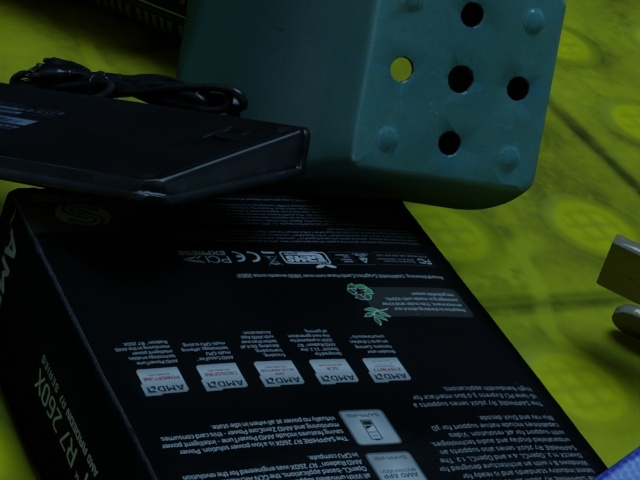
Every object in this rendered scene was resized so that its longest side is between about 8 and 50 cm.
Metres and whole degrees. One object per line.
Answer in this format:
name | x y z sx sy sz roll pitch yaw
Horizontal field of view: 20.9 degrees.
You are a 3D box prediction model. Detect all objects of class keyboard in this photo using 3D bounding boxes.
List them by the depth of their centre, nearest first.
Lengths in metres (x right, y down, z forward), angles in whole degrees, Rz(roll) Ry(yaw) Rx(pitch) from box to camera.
keyboard | -0.143 -0.060 0.917 0.317 0.033 0.201 12 22 35

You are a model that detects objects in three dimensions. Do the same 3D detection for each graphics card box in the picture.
graphics card box | 0.008 0.114 0.776 0.232 0.094 0.371 0 37 -31

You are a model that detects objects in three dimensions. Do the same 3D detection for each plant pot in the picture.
plant pot | 0.033 -0.099 0.980 0.165 0.166 0.234 7 7 -22

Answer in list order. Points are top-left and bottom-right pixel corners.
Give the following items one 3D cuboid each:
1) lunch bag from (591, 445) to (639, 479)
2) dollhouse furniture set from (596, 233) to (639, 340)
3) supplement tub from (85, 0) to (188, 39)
lunch bag | 0.080 0.267 0.423 0.385 0.239 0.328 -30 54 -20
dollhouse furniture set | 0.251 -0.001 1.059 0.123 0.144 0.151 26 67 10
supplement tub | -0.094 -0.240 1.189 0.316 0.194 0.193 22 30 2
